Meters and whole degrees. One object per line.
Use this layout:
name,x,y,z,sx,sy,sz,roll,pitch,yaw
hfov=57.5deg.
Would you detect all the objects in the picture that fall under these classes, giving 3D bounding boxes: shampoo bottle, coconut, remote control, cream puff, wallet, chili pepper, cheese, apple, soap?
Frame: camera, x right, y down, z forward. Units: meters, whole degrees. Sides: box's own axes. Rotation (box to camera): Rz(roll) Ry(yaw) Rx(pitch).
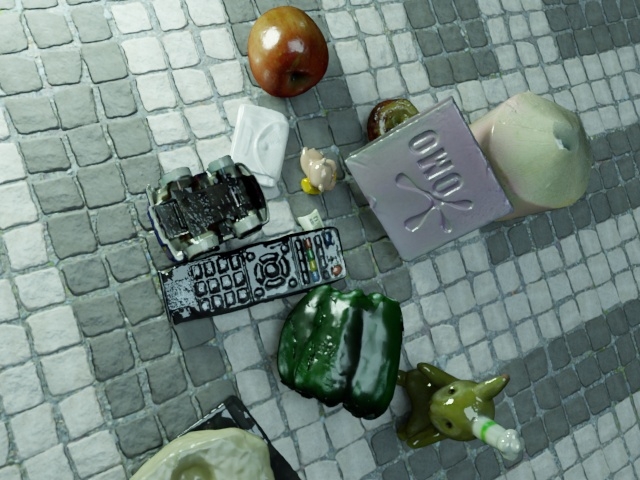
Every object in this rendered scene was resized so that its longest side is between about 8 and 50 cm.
shampoo bottle,0.000,0.000,1.345,0.049,0.034,0.141,-30,95,-32
coconut,0.505,-0.206,1.446,0.298,0.310,0.297,4,81,-24
remote control,-0.136,0.075,1.245,0.399,0.062,0.144,-13,96,-21
cream puff,0.180,-0.275,1.435,0.149,0.084,0.148,-1,94,-17
wallet,-0.177,0.507,1.191,0.247,0.041,0.322,-35,99,-23
wallet,-0.138,-0.215,1.317,0.124,0.032,0.182,14,78,-19
chili pepper,0.057,0.225,1.225,0.249,0.233,0.256,18,84,-30
cheese,-0.207,0.511,1.093,0.318,0.115,0.326,43,69,-8
apple,-0.075,-0.416,1.301,0.181,0.181,0.168,-17,65,-25
soap,0.247,-0.136,1.348,0.296,0.286,0.107,57,21,-9

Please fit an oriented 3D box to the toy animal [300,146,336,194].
toy animal,0.006,-0.163,1.345,0.092,0.082,0.114,-3,83,-26

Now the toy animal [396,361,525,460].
toy animal,0.278,0.358,1.253,0.181,0.363,0.180,7,76,-8

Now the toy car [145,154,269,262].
toy car,-0.232,-0.056,1.181,0.235,0.158,0.172,-22,87,-28
